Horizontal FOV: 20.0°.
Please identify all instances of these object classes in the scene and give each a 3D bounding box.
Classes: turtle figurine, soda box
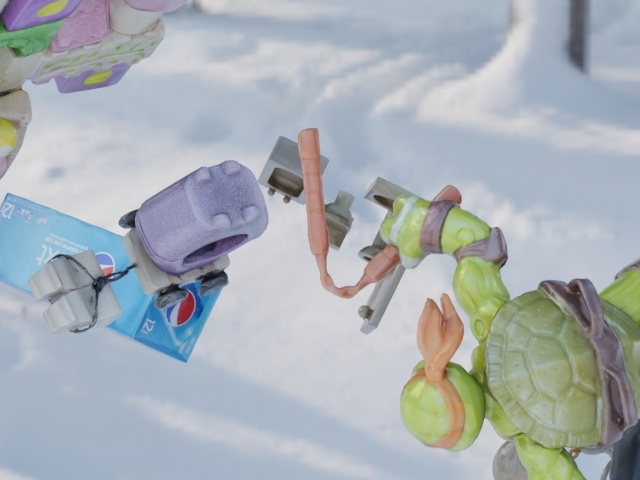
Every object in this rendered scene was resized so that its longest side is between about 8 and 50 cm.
[{"bbox_3d":[0.112,0.044,0.815,0.217,0.087,0.269,-14,68,-28],"label":"turtle figurine"},{"bbox_3d":[-0.179,0.028,1.440,0.210,0.071,0.067,19,-8,42],"label":"soda box"}]

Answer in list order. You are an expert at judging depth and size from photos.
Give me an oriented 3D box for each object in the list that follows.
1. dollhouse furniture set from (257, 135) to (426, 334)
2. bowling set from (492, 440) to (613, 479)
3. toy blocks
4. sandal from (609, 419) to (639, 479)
[{"bbox_3d":[0.000,0.000,1.648,0.151,0.123,0.144,26,-11,-3],"label":"dollhouse furniture set"},{"bbox_3d":[0.213,0.215,1.491,0.154,0.287,0.200,40,1,11],"label":"bowling set"},{"bbox_3d":[-0.171,-0.117,0.982,0.288,0.309,0.260,-19,-11,-33],"label":"toy blocks"},{"bbox_3d":[0.277,0.074,1.114,0.167,0.446,0.107,23,-20,-34],"label":"sandal"}]
